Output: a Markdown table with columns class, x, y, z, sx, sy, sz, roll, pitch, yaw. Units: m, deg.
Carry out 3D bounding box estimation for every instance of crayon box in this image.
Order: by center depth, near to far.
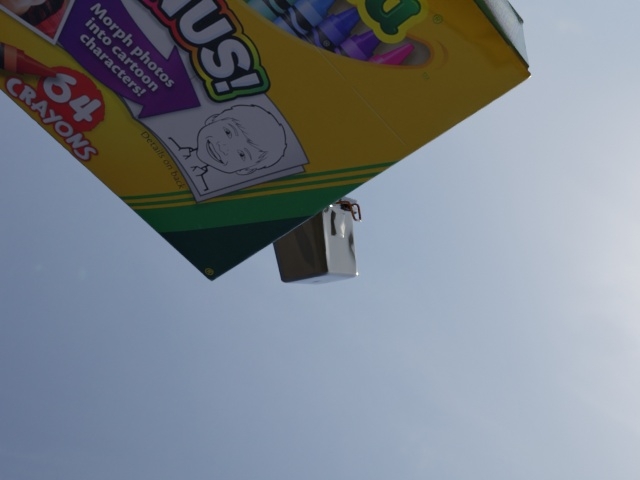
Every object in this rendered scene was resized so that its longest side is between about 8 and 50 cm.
| class | x | y | z | sx | sy | sz | roll | pitch | yaw |
| --- | --- | --- | --- | --- | --- | --- | --- | --- | --- |
| crayon box | -0.087 | -0.181 | 0.604 | 0.363 | 0.313 | 0.106 | 45 | -147 | -21 |

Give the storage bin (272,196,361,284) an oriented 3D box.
| class | x | y | z | sx | sy | sz | roll | pitch | yaw |
| --- | --- | --- | --- | --- | --- | --- | --- | --- | --- |
| storage bin | 0.000 | 0.000 | 0.961 | 0.135 | 0.098 | 0.091 | 8 | -109 | -68 |
